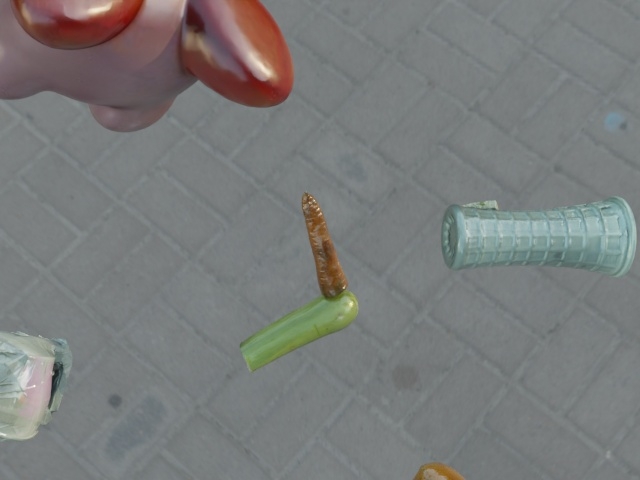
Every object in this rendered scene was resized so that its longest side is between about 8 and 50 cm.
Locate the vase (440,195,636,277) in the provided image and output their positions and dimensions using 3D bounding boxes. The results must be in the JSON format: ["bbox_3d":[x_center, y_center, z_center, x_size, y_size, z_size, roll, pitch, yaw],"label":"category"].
[{"bbox_3d":[0.360,-0.007,1.572,0.299,0.143,0.143,0,66,-9],"label":"vase"}]

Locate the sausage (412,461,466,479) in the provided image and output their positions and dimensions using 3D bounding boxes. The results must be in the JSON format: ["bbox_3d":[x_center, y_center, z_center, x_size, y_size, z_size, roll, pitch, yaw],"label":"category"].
[{"bbox_3d":[0.252,0.478,1.523,0.105,0.105,0.274,-35,61,-12],"label":"sausage"}]

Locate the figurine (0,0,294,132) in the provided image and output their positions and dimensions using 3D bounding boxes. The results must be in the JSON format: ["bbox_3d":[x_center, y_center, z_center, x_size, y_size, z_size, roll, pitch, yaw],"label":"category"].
[{"bbox_3d":[-0.187,-0.231,0.874,0.270,0.261,0.211,12,79,-38],"label":"figurine"}]

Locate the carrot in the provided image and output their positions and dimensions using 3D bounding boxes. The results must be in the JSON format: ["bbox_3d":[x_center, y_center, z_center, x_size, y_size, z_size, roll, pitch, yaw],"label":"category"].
[{"bbox_3d":[0.000,0.000,1.747,0.057,0.224,0.057,-12,29,7],"label":"carrot"}]

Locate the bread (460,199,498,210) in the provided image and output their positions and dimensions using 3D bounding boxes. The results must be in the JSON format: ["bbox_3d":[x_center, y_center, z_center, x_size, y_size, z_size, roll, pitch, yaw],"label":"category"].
[{"bbox_3d":[0.289,-0.016,1.651,0.068,0.153,0.028,-8,52,17],"label":"bread"}]

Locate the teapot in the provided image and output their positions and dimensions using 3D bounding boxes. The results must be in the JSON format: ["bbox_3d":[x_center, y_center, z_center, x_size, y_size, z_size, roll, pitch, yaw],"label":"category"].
[{"bbox_3d":[-0.524,0.255,1.645,0.163,0.222,0.178,25,90,51],"label":"teapot"}]

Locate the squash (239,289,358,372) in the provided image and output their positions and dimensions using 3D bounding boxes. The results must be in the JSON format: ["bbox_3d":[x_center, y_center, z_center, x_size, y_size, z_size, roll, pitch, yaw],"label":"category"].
[{"bbox_3d":[-0.040,0.170,1.816,0.250,0.083,0.083,-27,67,-4],"label":"squash"}]
